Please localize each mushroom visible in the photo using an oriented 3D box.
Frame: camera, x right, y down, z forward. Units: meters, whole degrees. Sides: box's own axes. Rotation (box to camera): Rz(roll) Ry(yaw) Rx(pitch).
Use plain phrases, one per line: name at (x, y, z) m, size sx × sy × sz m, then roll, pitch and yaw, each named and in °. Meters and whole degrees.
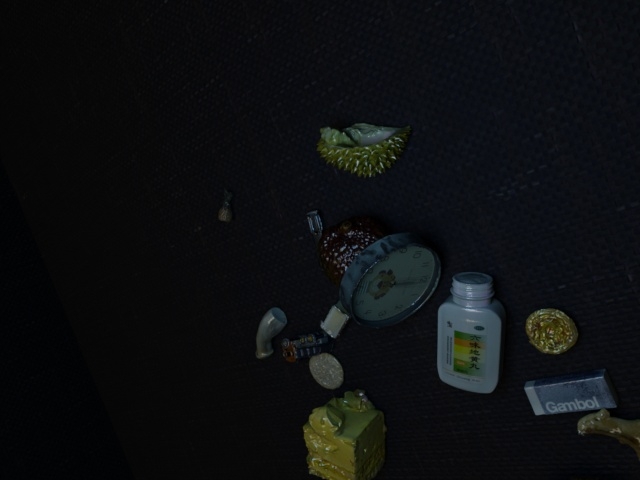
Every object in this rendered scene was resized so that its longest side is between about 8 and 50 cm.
mushroom at (-0.201, 0.360, 1.882) m, size 0.081 × 0.091 × 0.224 m, roll -111°, pitch 40°, yaw -57°

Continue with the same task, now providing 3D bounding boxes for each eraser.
eraser at (0.671, 0.412, 1.328) m, size 0.212 × 0.046 × 0.092 m, roll -24°, pitch 90°, yaw 36°

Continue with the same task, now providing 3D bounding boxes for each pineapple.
pineapple at (-0.351, -0.134, 1.861) m, size 0.058 × 0.058 × 0.125 m, roll 16°, pitch 99°, yaw 30°

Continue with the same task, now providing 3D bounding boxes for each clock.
clock at (0.202, 0.121, 1.404) m, size 0.061 × 0.312 × 0.313 m, roll 54°, pitch 132°, yaw 46°

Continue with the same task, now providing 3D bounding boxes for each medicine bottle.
medicine bottle at (0.427, 0.257, 1.402) m, size 0.179 × 0.124 × 0.325 m, roll 8°, pitch 107°, yaw 33°

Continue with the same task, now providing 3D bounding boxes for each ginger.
ginger at (0.823, 0.509, 1.228) m, size 0.333 × 0.081 × 0.148 m, roll 21°, pitch 118°, yaw 21°

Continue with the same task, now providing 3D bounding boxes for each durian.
durian at (0.101, -0.278, 1.449) m, size 0.306 × 0.172 × 0.167 m, roll 11°, pitch 86°, yaw 40°

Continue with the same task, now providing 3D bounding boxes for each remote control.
remote control at (0.000, 0.000, 1.669) m, size 0.059 × 0.028 × 0.212 m, roll -11°, pitch 98°, yaw 35°

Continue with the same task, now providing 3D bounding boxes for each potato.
potato at (0.058, 0.271, 1.693) m, size 0.086 × 0.061 × 0.122 m, roll 39°, pitch 124°, yaw 18°

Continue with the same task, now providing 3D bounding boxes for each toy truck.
toy truck at (-0.049, 0.383, 1.773) m, size 0.192 × 0.083 × 0.093 m, roll -18°, pitch 80°, yaw 37°

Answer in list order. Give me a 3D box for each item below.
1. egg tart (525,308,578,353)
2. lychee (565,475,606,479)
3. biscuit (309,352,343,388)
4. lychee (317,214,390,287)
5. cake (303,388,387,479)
egg tart at (0.616, 0.238, 1.314) m, size 0.128 × 0.049 × 0.129 m, roll 6°, pitch 103°, yaw 29°
lychee at (0.707, 0.765, 1.286) m, size 0.267 × 0.267 × 0.268 m, roll 11°, pitch 110°, yaw 31°
biscuit at (0.023, 0.473, 1.802) m, size 0.151 × 0.020 × 0.152 m, roll 10°, pitch 110°, yaw 30°
lychee at (0.112, 0.048, 1.493) m, size 0.235 × 0.236 × 0.272 m, roll 8°, pitch 131°, yaw 32°
cake at (0.083, 0.669, 1.692) m, size 0.222 × 0.227 × 0.287 m, roll 9°, pitch 109°, yaw 33°
